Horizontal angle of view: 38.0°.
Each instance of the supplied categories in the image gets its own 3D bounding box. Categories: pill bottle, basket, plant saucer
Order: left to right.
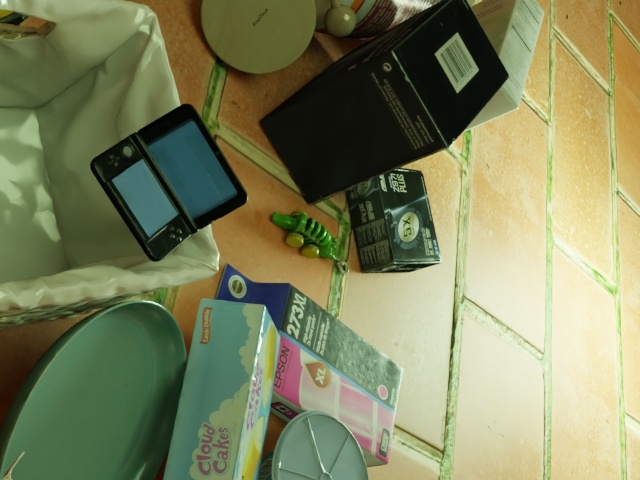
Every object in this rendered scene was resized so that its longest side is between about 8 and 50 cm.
[{"bbox_3d":[-0.337,-0.074,0.996,0.328,0.266,0.331,-7,81,-50],"label":"basket"},{"bbox_3d":[-0.257,0.212,1.038,0.317,0.044,0.317,-48,148,-45],"label":"plant saucer"},{"bbox_3d":[0.100,-0.476,1.700,0.392,0.224,0.224,-4,78,-49],"label":"pill bottle"}]

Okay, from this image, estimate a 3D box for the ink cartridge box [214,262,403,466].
[{"bbox_3d":[-0.018,0.193,1.420,0.371,0.069,0.175,37,50,-31],"label":"ink cartridge box"}]

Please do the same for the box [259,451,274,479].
[{"bbox_3d":[-0.020,0.425,1.318,0.100,0.060,0.244,-42,107,-48],"label":"box"}]

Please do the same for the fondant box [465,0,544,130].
[{"bbox_3d":[0.304,-0.354,1.873,0.096,0.238,0.330,47,45,-24],"label":"fondant box"}]

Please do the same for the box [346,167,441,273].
[{"bbox_3d":[0.130,-0.036,1.668,0.147,0.078,0.180,2,73,-48],"label":"box"}]

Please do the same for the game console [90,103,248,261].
[{"bbox_3d":[-0.152,-0.059,0.942,0.122,0.071,0.107,59,39,-13],"label":"game console"}]

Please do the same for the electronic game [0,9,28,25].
[{"bbox_3d":[-0.439,-0.307,1.070,0.229,0.048,0.229,11,46,-12],"label":"electronic game"}]

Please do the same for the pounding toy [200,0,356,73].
[{"bbox_3d":[-0.077,-0.380,1.510,0.110,0.237,0.182,-104,172,-70],"label":"pounding toy"}]

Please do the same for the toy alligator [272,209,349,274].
[{"bbox_3d":[0.000,0.000,1.523,0.190,0.051,0.056,36,50,-34],"label":"toy alligator"}]

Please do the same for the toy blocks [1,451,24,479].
[{"bbox_3d":[-0.344,0.337,0.745,0.309,0.260,0.288,26,43,-8],"label":"toy blocks"}]

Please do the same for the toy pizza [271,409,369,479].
[{"bbox_3d":[-0.003,0.339,1.299,0.201,0.032,0.201,24,57,-43],"label":"toy pizza"}]

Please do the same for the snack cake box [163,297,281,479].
[{"bbox_3d":[-0.122,0.223,1.189,0.152,0.089,0.264,77,20,-67],"label":"snack cake box"}]

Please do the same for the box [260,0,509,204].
[{"bbox_3d":[0.108,-0.237,1.555,0.182,0.294,0.296,57,41,-12],"label":"box"}]
